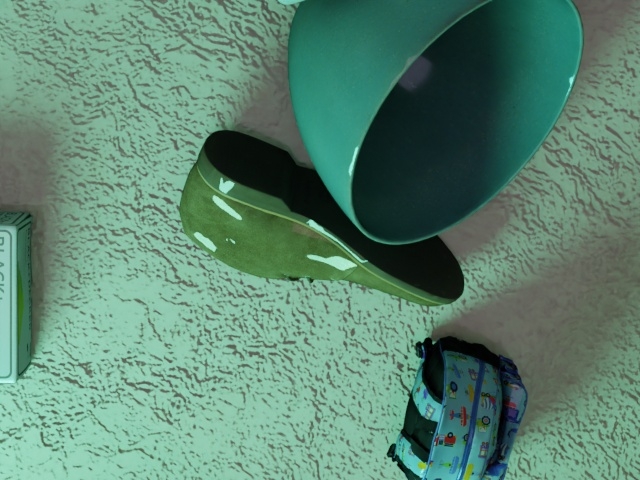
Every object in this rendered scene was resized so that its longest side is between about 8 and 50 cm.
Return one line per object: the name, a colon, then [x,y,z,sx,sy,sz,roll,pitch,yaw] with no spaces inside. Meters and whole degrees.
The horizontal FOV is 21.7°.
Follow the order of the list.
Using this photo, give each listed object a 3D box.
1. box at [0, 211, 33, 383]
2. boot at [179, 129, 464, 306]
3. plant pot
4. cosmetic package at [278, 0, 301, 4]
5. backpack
box: [-0.444,0.053,1.710,0.290,0.087,0.169,3,98,-1]
boot: [0.000,0.000,1.714,0.305,0.112,0.115,26,127,-8]
plant pot: [0.081,-0.169,1.610,0.290,0.290,0.195,-49,59,6]
cosmetic package: [0.075,-0.458,1.399,0.393,0.327,0.329,-15,62,15]
backpack: [0.140,0.188,1.685,0.117,0.173,0.158,15,97,-2]
